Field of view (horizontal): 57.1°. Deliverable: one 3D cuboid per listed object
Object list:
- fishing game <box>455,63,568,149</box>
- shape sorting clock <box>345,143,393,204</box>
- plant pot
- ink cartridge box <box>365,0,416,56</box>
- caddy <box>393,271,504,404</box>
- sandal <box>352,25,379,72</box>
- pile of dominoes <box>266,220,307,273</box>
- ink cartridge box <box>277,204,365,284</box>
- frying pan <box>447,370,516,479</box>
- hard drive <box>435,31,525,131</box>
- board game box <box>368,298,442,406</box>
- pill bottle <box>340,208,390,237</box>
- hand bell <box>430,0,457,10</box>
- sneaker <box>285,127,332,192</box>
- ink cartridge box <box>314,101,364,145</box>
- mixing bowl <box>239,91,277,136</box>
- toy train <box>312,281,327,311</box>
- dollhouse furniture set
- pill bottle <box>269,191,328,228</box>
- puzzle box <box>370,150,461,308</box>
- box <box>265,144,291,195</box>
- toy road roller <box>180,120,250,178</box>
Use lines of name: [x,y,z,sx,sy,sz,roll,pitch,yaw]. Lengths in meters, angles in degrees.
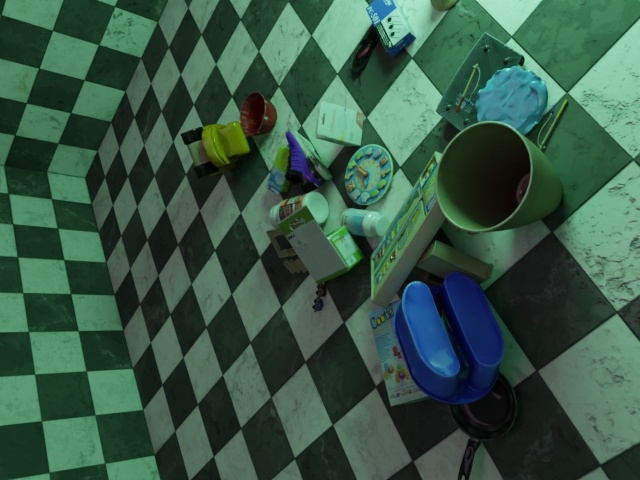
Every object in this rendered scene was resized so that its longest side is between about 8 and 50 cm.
fishing game: [0.504,-0.364,1.552,0.264,0.041,0.189,27,107,23]
shape sorting clock: [0.158,-0.220,1.961,0.206,0.040,0.206,-8,80,48]
plant pot: [0.465,-0.132,1.426,0.256,0.274,0.256,-9,78,48]
ink cartridge box: [0.229,-0.715,1.931,0.097,0.046,0.207,-35,59,28]
caddy: [0.330,0.251,1.537,0.179,0.241,0.341,84,171,-56]
sandal: [0.152,-0.665,2.025,0.067,0.040,0.179,53,123,36]
pile of dominoes: [-0.072,0.024,2.156,0.251,0.040,0.196,-12,108,48]
ink cartridge box: [0.000,0.000,1.965,0.189,0.097,0.255,-29,96,50]
frying pan: [0.434,0.488,1.539,0.197,0.053,0.326,-17,73,40]
hard drive: [0.449,-0.431,1.649,0.172,0.054,0.254,52,123,38]
board game box: [0.263,0.319,1.695,0.144,0.142,0.275,-30,64,41]
pill bottle: [0.147,-0.055,1.917,0.160,0.087,0.087,12,94,48]
hand bell: [0.299,-0.778,1.722,0.126,0.242,0.126,-9,77,48]
sneaker: [-0.083,-0.288,2.166,0.146,0.102,0.293,-42,53,14]
ink cartridge box: [0.051,-0.392,1.985,0.067,0.198,0.115,7,90,48]
mixing bowl: [-0.242,-0.506,2.405,0.181,0.098,0.181,-10,77,47]
toy train: [0.004,0.182,2.095,0.036,0.027,0.158,19,100,38]
dollhouse furniture set: [0.400,-0.056,1.659,0.355,0.174,0.303,-69,9,-26]
pill bottle: [-0.083,-0.102,2.157,0.221,0.121,0.121,-11,77,47]
puzzle box: [0.259,-0.032,1.690,0.409,0.052,0.272,-61,10,27]
box: [-0.148,-0.272,2.311,0.109,0.042,0.178,37,112,45]
toy road roller: [-0.402,-0.395,2.452,0.241,0.329,0.202,-17,99,15]
